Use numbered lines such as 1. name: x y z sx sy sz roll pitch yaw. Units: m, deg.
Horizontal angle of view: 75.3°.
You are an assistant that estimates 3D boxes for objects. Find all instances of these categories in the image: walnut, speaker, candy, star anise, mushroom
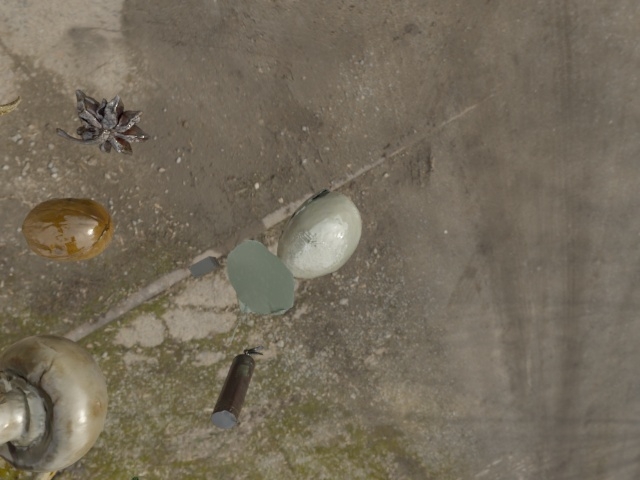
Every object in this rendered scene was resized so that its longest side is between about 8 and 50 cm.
1. walnut: -0.619 -0.027 1.019 0.206 0.167 0.168 -4 124 3
2. speaker: -0.391 0.090 1.415 0.082 0.218 0.044 -29 92 -11
3. candy: 0.000 0.000 1.120 0.185 0.295 0.296 40 111 10
4. star anise: -0.579 -0.299 1.106 0.231 0.089 0.209 -29 132 17
5. mushroom: -0.468 0.271 0.687 0.226 0.227 0.178 -39 164 12

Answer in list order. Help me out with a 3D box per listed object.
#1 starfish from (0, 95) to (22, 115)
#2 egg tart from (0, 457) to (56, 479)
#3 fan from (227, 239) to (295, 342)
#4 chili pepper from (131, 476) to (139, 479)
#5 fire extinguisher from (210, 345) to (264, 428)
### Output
1. starfish: -0.642 -0.238 0.764 0.056 0.238 0.213 15 109 -10
2. egg tart: -0.633 0.402 0.898 0.352 0.352 0.150 -44 124 15
3. fan: -0.157 0.134 0.919 0.182 0.010 0.310 39 126 12
4. chili pepper: -0.377 0.528 0.755 0.088 0.227 0.059 -9 109 2
5. fire extinguisher: -0.228 0.402 1.186 0.089 0.268 0.072 -7 117 11
